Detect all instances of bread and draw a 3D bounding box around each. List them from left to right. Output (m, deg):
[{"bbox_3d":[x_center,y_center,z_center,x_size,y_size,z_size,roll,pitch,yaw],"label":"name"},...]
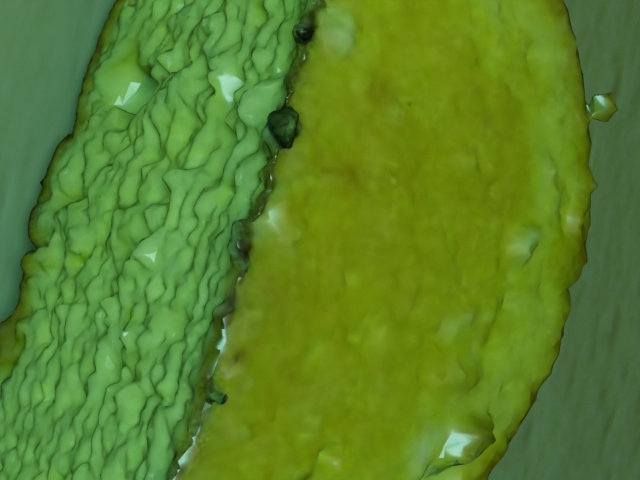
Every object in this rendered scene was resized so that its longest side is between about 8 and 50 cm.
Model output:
[{"bbox_3d":[0.000,0.000,0.529,0.179,0.194,0.340,24,80,-31],"label":"bread"}]
